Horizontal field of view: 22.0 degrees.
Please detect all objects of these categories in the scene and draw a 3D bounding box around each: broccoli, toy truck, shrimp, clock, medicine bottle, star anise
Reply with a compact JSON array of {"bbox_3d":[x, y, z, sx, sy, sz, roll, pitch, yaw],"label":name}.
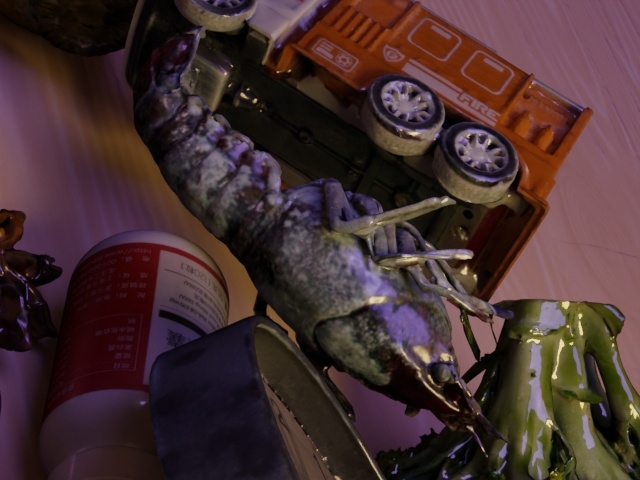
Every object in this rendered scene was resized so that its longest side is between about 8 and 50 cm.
[{"bbox_3d":[0.177,0.190,1.391,0.303,0.321,0.283,3,89,-40],"label":"broccoli"},{"bbox_3d":[0.033,-0.126,1.441,0.387,0.173,0.207,33,47,6],"label":"toy truck"},{"bbox_3d":[0.000,0.004,1.297,0.410,0.221,0.166,37,46,3],"label":"shrimp"},{"bbox_3d":[0.015,0.227,1.099,0.386,0.076,0.386,60,6,-10],"label":"clock"},{"bbox_3d":[-0.139,0.114,1.241,0.131,0.131,0.250,32,35,-25],"label":"medicine bottle"},{"bbox_3d":[-0.267,0.025,1.222,0.177,0.073,0.234,52,13,-12],"label":"star anise"}]

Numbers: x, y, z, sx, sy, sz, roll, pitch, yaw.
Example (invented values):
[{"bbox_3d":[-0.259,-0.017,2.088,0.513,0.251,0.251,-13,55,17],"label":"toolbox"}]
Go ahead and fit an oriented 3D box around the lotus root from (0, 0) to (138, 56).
[{"bbox_3d":[-0.224,-0.337,1.531,0.250,0.250,0.346,18,47,-39],"label":"lotus root"}]
